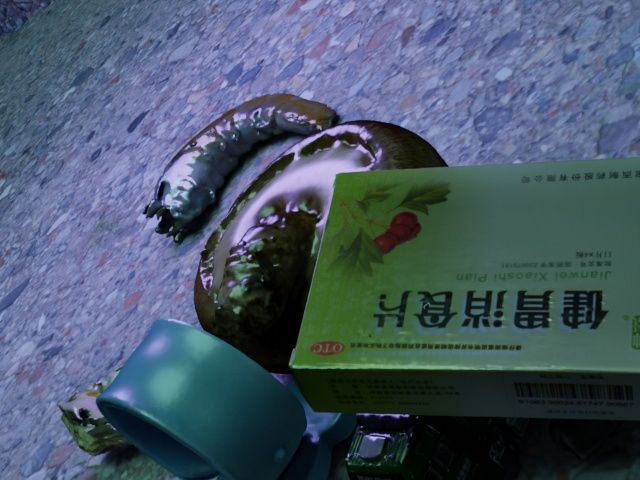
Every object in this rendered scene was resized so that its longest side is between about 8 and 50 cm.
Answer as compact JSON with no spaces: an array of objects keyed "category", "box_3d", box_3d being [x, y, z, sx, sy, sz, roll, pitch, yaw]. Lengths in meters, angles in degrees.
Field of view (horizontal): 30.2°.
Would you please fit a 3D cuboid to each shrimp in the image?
[{"category":"shrimp","box_3d":[-0.097,-0.121,1.564,0.287,0.068,0.185,-22,37,20]}]

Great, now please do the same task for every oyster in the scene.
[{"category":"oyster","box_3d":[-0.190,0.179,1.260,0.209,0.072,0.133,-20,24,5]}]

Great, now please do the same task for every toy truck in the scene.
[{"category":"toy truck","box_3d":[0.107,0.097,0.888,0.088,0.121,0.259,-10,43,50]}]

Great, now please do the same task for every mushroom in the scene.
[{"category":"mushroom","box_3d":[0.006,0.013,1.112,0.297,0.163,0.278,-16,30,43]}]

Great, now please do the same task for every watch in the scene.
[{"category":"watch","box_3d":[-0.095,0.158,1.005,0.211,0.193,0.211,-31,30,20]}]

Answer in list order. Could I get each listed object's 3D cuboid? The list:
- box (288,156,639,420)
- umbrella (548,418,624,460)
[{"category":"box","box_3d":[0.123,0.030,0.799,0.260,0.062,0.175,-1,51,19]},{"category":"umbrella","box_3d":[0.247,0.059,0.817,0.236,0.059,0.066,-45,9,-3]}]
